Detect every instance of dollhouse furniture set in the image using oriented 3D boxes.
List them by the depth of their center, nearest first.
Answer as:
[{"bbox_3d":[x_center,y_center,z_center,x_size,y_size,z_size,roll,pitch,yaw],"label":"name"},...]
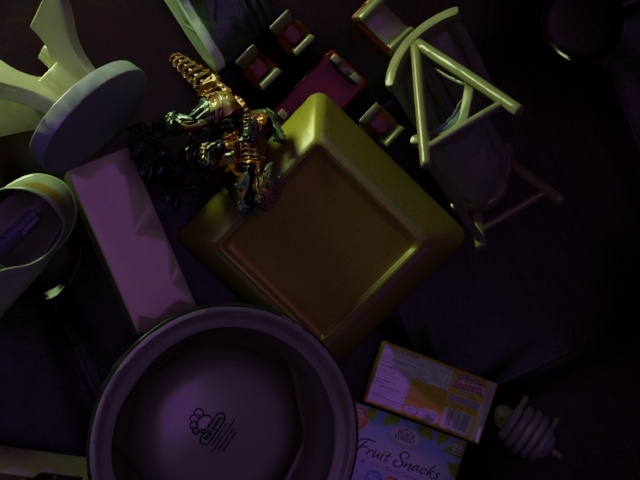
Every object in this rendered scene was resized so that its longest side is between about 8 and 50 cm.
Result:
[{"bbox_3d":[-0.431,0.435,1.747,0.161,0.212,0.242,9,57,-8],"label":"dollhouse furniture set"},{"bbox_3d":[0.034,-0.267,1.940,0.262,0.135,0.259,44,91,-4],"label":"dollhouse furniture set"}]

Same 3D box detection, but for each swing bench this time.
[{"bbox_3d":[0.224,-0.171,1.846,0.165,0.253,0.254,-30,49,8],"label":"swing bench"}]

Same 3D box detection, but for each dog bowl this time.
[{"bbox_3d":[-0.157,0.289,1.800,0.408,0.150,0.408,-1,94,-20],"label":"dog bowl"}]

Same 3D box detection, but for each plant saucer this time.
[{"bbox_3d":[0.000,0.000,1.864,0.333,0.081,0.333,44,99,-5],"label":"plant saucer"}]

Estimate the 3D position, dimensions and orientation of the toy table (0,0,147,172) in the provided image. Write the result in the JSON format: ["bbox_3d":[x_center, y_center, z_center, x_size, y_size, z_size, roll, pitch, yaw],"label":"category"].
[{"bbox_3d":[-0.388,-0.224,1.778,0.161,0.274,0.252,37,106,6],"label":"toy table"}]

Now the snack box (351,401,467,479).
[{"bbox_3d":[0.106,0.366,1.915,0.207,0.070,0.174,22,81,-9],"label":"snack box"}]

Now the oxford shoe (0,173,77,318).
[{"bbox_3d":[-0.527,0.080,1.757,0.169,0.130,0.449,41,82,-9],"label":"oxford shoe"}]

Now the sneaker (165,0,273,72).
[{"bbox_3d":[-0.183,-0.428,1.910,0.147,0.104,0.296,-33,98,-13],"label":"sneaker"}]

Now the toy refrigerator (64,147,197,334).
[{"bbox_3d":[-0.295,0.004,1.861,0.102,0.094,0.269,-24,92,-16],"label":"toy refrigerator"}]

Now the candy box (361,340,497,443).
[{"bbox_3d":[0.178,0.247,1.957,0.206,0.027,0.105,22,77,-8],"label":"candy box"}]

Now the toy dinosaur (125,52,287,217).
[{"bbox_3d":[-0.168,-0.156,1.850,0.218,0.322,0.164,-29,128,5],"label":"toy dinosaur"}]

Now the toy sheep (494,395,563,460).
[{"bbox_3d":[0.339,0.311,1.954,0.132,0.091,0.091,33,81,12],"label":"toy sheep"}]
